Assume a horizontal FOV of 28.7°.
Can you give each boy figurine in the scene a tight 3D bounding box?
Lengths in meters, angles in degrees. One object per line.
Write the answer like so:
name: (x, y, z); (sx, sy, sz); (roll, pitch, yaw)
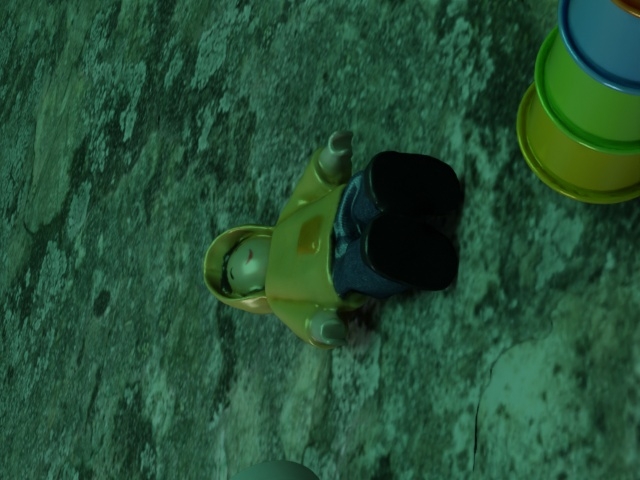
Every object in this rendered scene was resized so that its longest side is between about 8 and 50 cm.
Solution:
boy figurine: (0.000, 0.000, 1.008); (0.285, 0.092, 0.177); (-14, 67, 57)

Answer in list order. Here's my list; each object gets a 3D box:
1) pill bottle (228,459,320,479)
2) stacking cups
pill bottle: (-0.006, 0.253, 0.852); (0.124, 0.124, 0.221); (-66, 27, 19)
stacking cups: (0.154, -0.124, 0.586); (0.316, 0.096, 0.096); (83, -172, -67)
